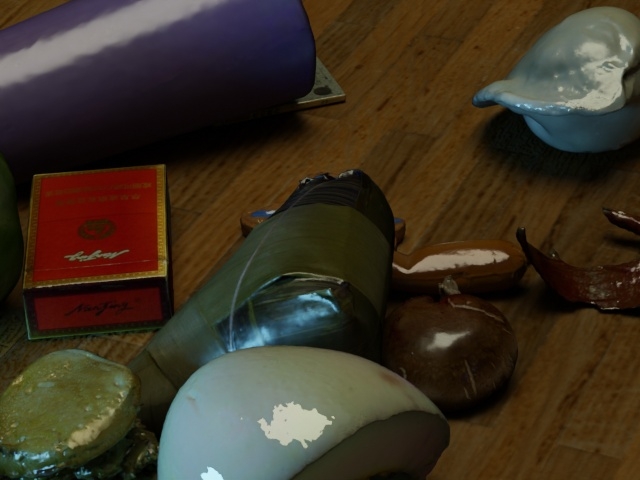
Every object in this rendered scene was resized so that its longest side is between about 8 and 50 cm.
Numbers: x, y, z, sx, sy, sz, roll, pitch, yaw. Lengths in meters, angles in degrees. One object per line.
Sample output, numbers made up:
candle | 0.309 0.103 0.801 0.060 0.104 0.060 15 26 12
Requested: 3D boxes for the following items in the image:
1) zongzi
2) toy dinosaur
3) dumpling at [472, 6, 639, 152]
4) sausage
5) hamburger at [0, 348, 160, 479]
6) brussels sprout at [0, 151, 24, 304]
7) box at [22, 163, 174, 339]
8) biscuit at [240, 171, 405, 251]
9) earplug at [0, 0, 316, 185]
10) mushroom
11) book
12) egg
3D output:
zongzi | -0.084 0.068 1.827 0.317 0.154 0.289 -15 27 15
toy dinosaur | 0.373 0.002 1.917 0.327 0.113 0.206 7 34 13
dumpling | 0.292 -0.176 2.195 0.226 0.243 0.175 -13 70 17
sausage | 0.131 0.029 1.946 0.183 0.054 0.062 -5 18 0
hamburger | -0.225 0.188 1.669 0.185 0.131 0.159 15 45 37
brussels sprout | -0.462 -0.043 1.912 0.289 0.281 0.355 -13 24 -15
box | -0.234 0.008 2.001 0.153 0.074 0.240 -2 31 -5
biscuit | 0.000 0.000 2.027 0.183 0.043 0.280 -3 29 6
earplug | -0.245 -0.194 2.194 0.456 0.215 0.215 -23 37 -17
mushroom | 0.123 0.093 1.824 0.135 0.080 0.171 5 35 -1
book | -0.067 -0.187 2.344 0.172 0.012 0.118 -12 33 -14
egg | -0.037 0.165 1.597 0.271 0.206 0.162 -30 63 -22
